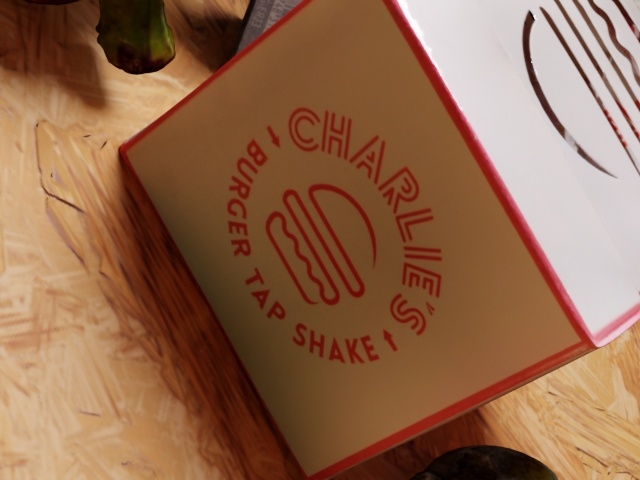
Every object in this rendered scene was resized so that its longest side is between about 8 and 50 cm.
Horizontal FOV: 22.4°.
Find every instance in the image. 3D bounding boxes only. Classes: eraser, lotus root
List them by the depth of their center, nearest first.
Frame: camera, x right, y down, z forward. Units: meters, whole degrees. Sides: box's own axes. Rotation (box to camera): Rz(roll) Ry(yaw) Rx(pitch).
[{"bbox_3d":[0.138,0.222,1.335,0.192,0.088,0.113,17,38,-41],"label":"lotus root"},{"bbox_3d":[-0.024,-0.226,1.353,0.046,0.212,0.092,18,47,-8],"label":"eraser"}]

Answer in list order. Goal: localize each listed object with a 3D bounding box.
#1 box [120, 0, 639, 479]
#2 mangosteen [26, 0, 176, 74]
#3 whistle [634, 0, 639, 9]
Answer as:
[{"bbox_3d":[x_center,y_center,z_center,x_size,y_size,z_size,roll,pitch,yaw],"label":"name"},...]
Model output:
[{"bbox_3d":[0.097,-0.043,1.259,0.300,0.312,0.314,-26,84,-48],"label":"box"},{"bbox_3d":[-0.159,-0.360,1.204,0.382,0.382,0.435,18,87,-42],"label":"mangosteen"},{"bbox_3d":[0.284,-0.271,1.828,0.346,0.134,0.142,53,39,7],"label":"whistle"}]
